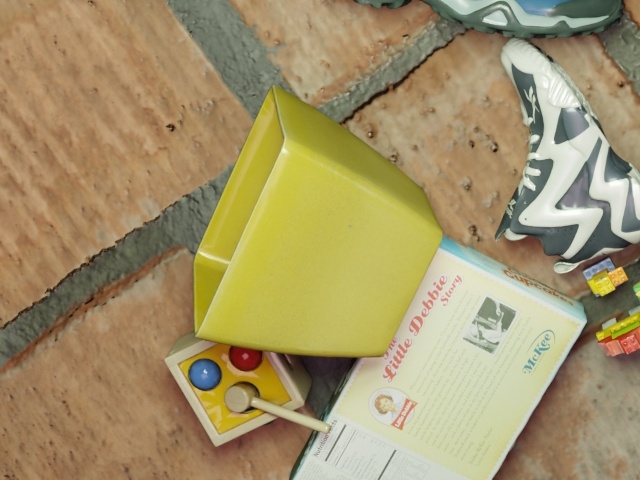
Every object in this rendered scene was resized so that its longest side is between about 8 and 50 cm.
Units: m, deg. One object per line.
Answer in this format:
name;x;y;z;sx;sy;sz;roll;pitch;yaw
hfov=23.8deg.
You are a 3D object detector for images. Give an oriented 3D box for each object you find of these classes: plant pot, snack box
plant pot;0.000;0.000;1.500;0.187;0.212;0.212;22;107;-13
snack box;0.118;0.166;1.593;0.187;0.060;0.322;27;107;-4

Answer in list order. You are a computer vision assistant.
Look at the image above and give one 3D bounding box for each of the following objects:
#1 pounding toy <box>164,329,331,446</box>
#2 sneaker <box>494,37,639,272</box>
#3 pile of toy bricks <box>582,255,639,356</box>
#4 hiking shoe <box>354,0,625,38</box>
pounding toy;-0.071;0.150;1.594;0.130;0.100;0.141;-27;100;14
sneaker;0.214;-0.072;1.502;0.153;0.094;0.235;-36;98;15
pile of toy bricks;0.356;0.030;1.505;0.212;0.105;0.118;-28;100;13
hiking shoe;0.146;-0.273;1.446;0.304;0.113;0.132;12;107;4
